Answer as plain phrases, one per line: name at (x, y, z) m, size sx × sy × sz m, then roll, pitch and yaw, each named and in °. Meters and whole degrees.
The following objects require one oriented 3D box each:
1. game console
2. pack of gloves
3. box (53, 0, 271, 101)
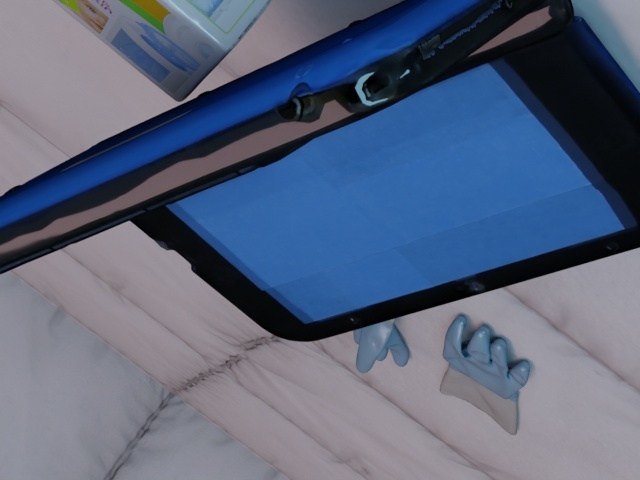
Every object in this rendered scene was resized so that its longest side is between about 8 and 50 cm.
game console at (0.000, 0.000, 0.606) m, size 0.293 × 0.250 × 0.173 m, roll -20°, pitch 102°, yaw 35°
pack of gloves at (0.082, 0.100, 1.099) m, size 0.195 × 0.046 × 0.232 m, roll 32°, pitch 163°, yaw 16°
box at (-0.105, -0.178, 0.617) m, size 0.203 × 0.103 × 0.114 m, roll 39°, pitch 164°, yaw -10°
